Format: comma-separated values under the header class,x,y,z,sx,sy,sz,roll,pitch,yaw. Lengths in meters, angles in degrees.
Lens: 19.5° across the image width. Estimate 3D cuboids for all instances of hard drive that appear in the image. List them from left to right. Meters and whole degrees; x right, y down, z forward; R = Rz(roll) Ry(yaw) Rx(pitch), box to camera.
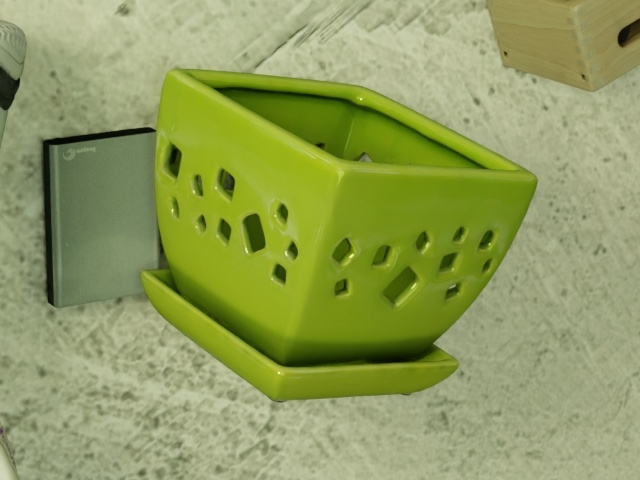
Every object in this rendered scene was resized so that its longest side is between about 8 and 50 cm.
class,x,y,z,sx,sy,sz,roll,pitch,yaw
hard drive,-0.174,-0.019,1.484,0.094,0.022,0.135,-10,110,-30

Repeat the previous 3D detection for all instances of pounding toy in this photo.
class,x,y,z,sx,sy,sz,roll,pitch,yaw
pounding toy,0.280,-0.202,1.605,0.181,0.206,0.094,-31,120,-22

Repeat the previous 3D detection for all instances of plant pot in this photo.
class,x,y,z,sx,sy,sz,roll,pitch,yaw
plant pot,0.000,0.000,1.475,0.228,0.227,0.207,0,112,-42

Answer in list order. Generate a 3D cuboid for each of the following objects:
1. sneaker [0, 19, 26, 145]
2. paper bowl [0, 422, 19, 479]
class,x,y,z,sx,sy,sz,roll,pitch,yaw
sneaker,-0.337,-0.036,1.248,0.366,0.137,0.210,-20,119,-55
paper bowl,-0.348,0.188,1.276,0.284,0.148,0.284,-3,102,-12
